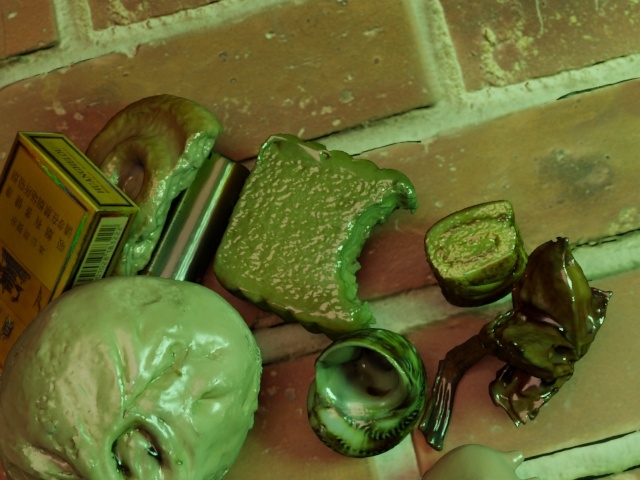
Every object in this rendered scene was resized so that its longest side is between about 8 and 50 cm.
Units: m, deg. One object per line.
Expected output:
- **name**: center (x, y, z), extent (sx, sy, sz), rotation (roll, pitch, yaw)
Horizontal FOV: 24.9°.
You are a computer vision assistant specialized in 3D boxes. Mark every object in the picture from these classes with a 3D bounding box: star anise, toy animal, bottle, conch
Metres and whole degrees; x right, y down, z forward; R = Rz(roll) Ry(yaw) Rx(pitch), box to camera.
- **star anise**: center (0.243, 0.148, 1.828), extent (0.148, 0.237, 0.346), rotation (49, 122, 17)
- **toy animal**: center (0.162, 0.352, 1.820), extent (0.248, 0.149, 0.165), rotation (-31, 59, -7)
- **bottle**: center (-0.191, 0.016, 2.001), extent (0.082, 0.082, 0.286), rotation (23, 82, 16)
- **conch**: center (0.053, 0.189, 1.872), extent (0.181, 0.124, 0.187), rotation (-26, 115, 22)

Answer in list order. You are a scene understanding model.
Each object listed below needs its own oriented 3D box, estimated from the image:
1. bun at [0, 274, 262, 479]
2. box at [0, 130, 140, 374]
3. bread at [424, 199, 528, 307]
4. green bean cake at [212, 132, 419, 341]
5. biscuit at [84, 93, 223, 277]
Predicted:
- **bun**: center (-0.244, 0.210, 1.836), extent (0.362, 0.234, 0.326), rotation (-36, 109, -1)
- **box**: center (-0.377, 0.030, 1.946), extent (0.193, 0.084, 0.301), rotation (42, 117, 32)
- **bread**: center (0.206, 0.022, 1.874), extent (0.132, 0.172, 0.103), rotation (-23, 72, 5)
- **green bean cake**: center (0.000, 0.000, 1.946), extent (0.233, 0.124, 0.236), rotation (21, 81, 16)
- **biscuit**: center (-0.262, -0.080, 1.994), extent (0.213, 0.091, 0.274), rotation (22, 87, 44)
